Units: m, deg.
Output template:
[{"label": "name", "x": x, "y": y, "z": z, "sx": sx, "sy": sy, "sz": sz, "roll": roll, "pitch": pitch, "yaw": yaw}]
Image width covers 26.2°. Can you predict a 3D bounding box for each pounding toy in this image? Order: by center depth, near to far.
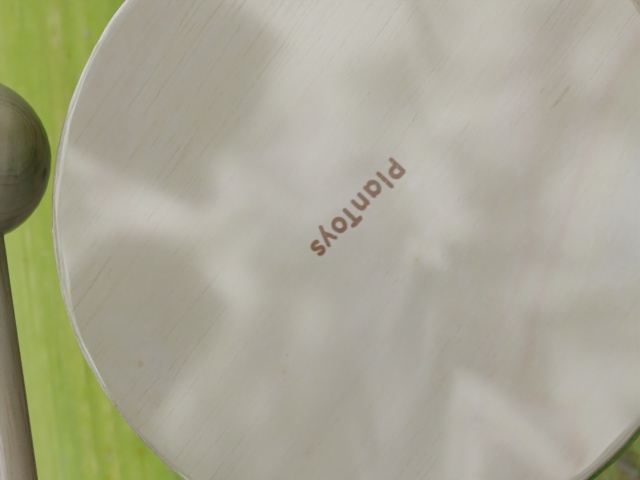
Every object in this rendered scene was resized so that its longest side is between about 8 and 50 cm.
[{"label": "pounding toy", "x": 0.000, "y": 0.000, "z": 0.425, "sx": 0.110, "sy": 0.237, "sz": 0.183, "roll": -8, "pitch": -100, "yaw": -77}]
